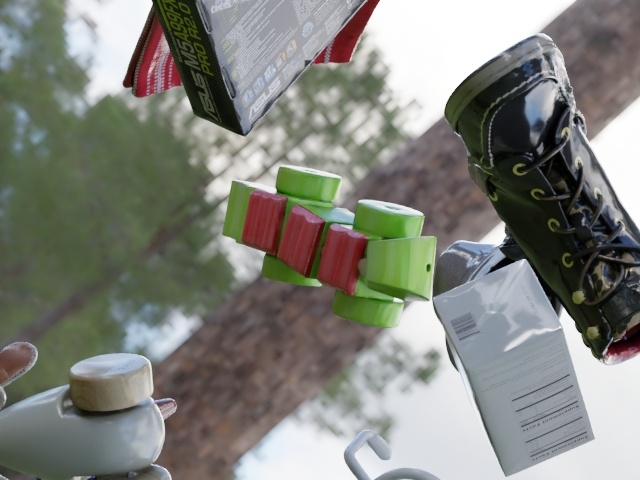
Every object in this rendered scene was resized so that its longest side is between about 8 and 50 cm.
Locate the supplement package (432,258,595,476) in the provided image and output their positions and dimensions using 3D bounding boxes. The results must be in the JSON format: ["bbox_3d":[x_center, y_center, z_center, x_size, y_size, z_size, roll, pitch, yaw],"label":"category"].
[{"bbox_3d":[0.253,0.169,2.372,0.244,0.134,0.139,67,0,-45],"label":"supplement package"}]

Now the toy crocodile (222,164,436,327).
[{"bbox_3d":[0.000,0.000,1.758,0.105,0.115,0.340,7,10,-37],"label":"toy crocodile"}]

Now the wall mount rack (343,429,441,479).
[{"bbox_3d":[0.062,0.396,2.074,0.304,0.350,0.130,52,24,2],"label":"wall mount rack"}]

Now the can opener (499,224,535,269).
[{"bbox_3d":[0.293,-0.008,2.441,0.073,0.059,0.186,20,-16,-10],"label":"can opener"}]

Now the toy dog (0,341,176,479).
[{"bbox_3d":[-0.281,0.184,1.868,0.333,0.220,0.161,19,15,16],"label":"toy dog"}]

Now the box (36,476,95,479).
[{"bbox_3d":[-0.306,0.268,2.331,0.137,0.072,0.126,-22,-100,49],"label":"box"}]

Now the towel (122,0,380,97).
[{"bbox_3d":[-0.064,-0.231,1.959,0.031,0.275,0.199,68,-27,21],"label":"towel"}]

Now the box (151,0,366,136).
[{"bbox_3d":[-0.028,-0.252,1.515,0.060,0.270,0.216,26,-26,29],"label":"box"}]

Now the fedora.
[{"bbox_3d":[0.255,0.084,2.810,0.124,0.244,0.275,33,-11,43],"label":"fedora"}]

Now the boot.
[{"bbox_3d":[0.258,-0.034,1.881,0.284,0.138,0.377,58,-5,18],"label":"boot"}]
